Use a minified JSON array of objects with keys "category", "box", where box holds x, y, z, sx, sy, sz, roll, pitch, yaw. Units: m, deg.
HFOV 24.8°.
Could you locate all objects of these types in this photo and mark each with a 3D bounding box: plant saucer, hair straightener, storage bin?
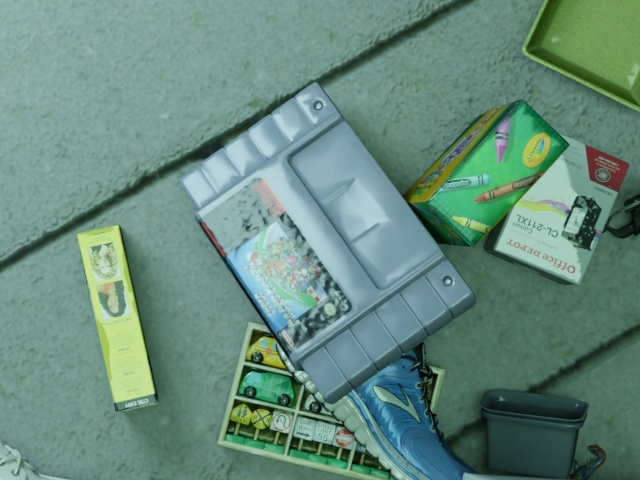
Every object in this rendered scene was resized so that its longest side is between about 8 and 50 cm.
[{"category":"plant saucer","box":[0.381,-0.288,1.926,0.188,0.045,0.188,25,89,-4]},{"category":"hair straightener","box":[0.452,-0.072,1.890,0.230,0.089,0.047,-30,52,24]},{"category":"storage bin","box":[0.277,0.253,1.902,0.135,0.098,0.091,7,104,16]}]

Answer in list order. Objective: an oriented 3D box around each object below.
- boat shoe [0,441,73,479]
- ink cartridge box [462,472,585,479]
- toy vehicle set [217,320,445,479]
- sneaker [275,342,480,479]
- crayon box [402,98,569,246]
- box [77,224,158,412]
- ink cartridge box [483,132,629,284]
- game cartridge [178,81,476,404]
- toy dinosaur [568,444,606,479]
[{"category":"boat shoe","box":[-0.412,0.303,1.846,0.277,0.098,0.096,3,91,-3]},{"category":"ink cartridge box","box":[0.361,0.369,1.742,0.309,0.272,0.130,8,89,-26]},{"category":"toy vehicle set","box":[0.013,0.216,1.908,0.267,0.035,0.166,14,90,-5]},{"category":"sneaker","box":[0.101,0.204,1.832,0.147,0.130,0.330,-45,93,0]},{"category":"crayon box","box":[0.192,-0.078,1.797,0.081,0.278,0.165,43,87,-4]},{"category":"box","box":[-0.259,0.098,1.862,0.058,0.087,0.232,-13,91,-6]},{"category":"ink cartridge box","box":[0.309,-0.042,1.909,0.127,0.072,0.175,22,89,-5]},{"category":"game cartridge","box":[0.000,0.000,1.801,0.230,0.068,0.355,-34,68,-3]},{"category":"toy dinosaur","box":[0.345,0.311,1.944,0.082,0.047,0.090,-22,128,-15]}]
